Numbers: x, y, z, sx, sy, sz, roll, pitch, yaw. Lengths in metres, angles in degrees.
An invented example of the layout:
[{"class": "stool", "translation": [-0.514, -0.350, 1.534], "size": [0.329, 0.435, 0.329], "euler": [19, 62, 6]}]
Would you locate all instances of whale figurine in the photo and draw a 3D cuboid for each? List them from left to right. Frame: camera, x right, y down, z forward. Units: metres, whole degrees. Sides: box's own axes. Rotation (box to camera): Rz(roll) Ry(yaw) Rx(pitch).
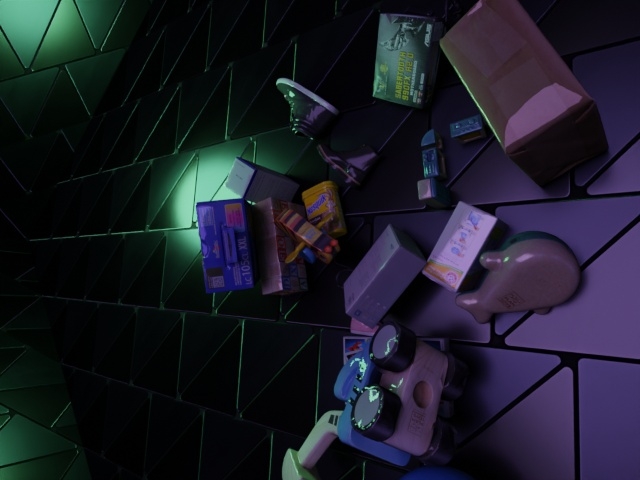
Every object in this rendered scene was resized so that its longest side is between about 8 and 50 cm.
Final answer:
[{"class": "whale figurine", "translation": [0.444, 0.086, 0.990], "size": [0.272, 0.216, 0.141], "euler": [-44, 14, 36]}]

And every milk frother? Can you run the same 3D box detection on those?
[{"class": "milk frother", "translation": [0.316, -0.626, 1.240], "size": [0.143, 0.129, 0.134], "euler": [-38, 51, -25]}]

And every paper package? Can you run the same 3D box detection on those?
[{"class": "paper package", "translation": [0.448, -0.319, 0.943], "size": [0.168, 0.309, 0.325], "euler": [-35, 63, 30]}]

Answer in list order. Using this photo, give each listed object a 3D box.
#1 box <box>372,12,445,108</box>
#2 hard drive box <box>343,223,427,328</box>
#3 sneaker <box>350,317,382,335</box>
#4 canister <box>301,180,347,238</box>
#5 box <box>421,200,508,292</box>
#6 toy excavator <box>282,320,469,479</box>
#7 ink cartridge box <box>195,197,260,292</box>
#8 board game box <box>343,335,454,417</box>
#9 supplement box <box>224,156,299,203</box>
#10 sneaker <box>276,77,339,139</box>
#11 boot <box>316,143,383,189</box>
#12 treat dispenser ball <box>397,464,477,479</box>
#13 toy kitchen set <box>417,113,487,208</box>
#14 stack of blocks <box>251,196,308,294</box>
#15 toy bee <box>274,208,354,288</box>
[{"class": "box", "translation": [0.244, -0.511, 1.220], "size": [0.183, 0.056, 0.231], "euler": [29, 131, 36]}, {"class": "hard drive box", "translation": [0.165, 0.092, 1.165], "size": [0.232, 0.089, 0.181], "euler": [-55, 11, 18]}, {"class": "sneaker", "translation": [0.143, 0.236, 1.241], "size": [0.134, 0.051, 0.070], "euler": [-2, 86, 41]}, {"class": "canister", "translation": [0.014, -0.088, 1.379], "size": [0.126, 0.073, 0.170], "euler": [-23, 71, 32]}, {"class": "box", "translation": [0.359, 0.021, 1.075], "size": [0.103, 0.114, 0.203], "euler": [33, 103, 33]}, {"class": "toy excavator", "translation": [0.099, 0.437, 1.066], "size": [0.445, 0.222, 0.433], "euler": [-25, 39, 59]}, {"class": "ink cartridge box", "translation": [-0.281, 0.013, 1.355], "size": [0.151, 0.395, 0.270], "euler": [-7, 92, -2]}, {"class": "board game box", "translation": [0.203, 0.361, 1.175], "size": [0.305, 0.053, 0.193], "euler": [-7, 79, 36]}, {"class": "supplement box", "translation": [-0.195, -0.187, 1.459], "size": [0.111, 0.220, 0.114], "euler": [36, 105, 36]}, {"class": "sneaker", "translation": [-0.082, -0.451, 1.488], "size": [0.295, 0.104, 0.147], "euler": [39, 101, 30]}, {"class": "boot", "translation": [0.093, -0.273, 1.359], "size": [0.137, 0.077, 0.198], "euler": [-48, 71, 15]}, {"class": "treat dispenser ball", "translation": [0.266, 0.648, 0.932], "size": [0.288, 0.288, 0.288], "euler": [-7, 78, 36]}, {"class": "toy kitchen set", "translation": [0.346, -0.207, 1.118], "size": [0.166, 0.122, 0.207], "euler": [-11, 76, 35]}, {"class": "stack of blocks", "translation": [-0.117, 0.025, 1.396], "size": [0.087, 0.171, 0.297], "euler": [-18, 73, 33]}, {"class": "toy bee", "translation": [0.000, 0.000, 1.250], "size": [0.298, 0.162, 0.195], "euler": [21, 74, -3]}]
